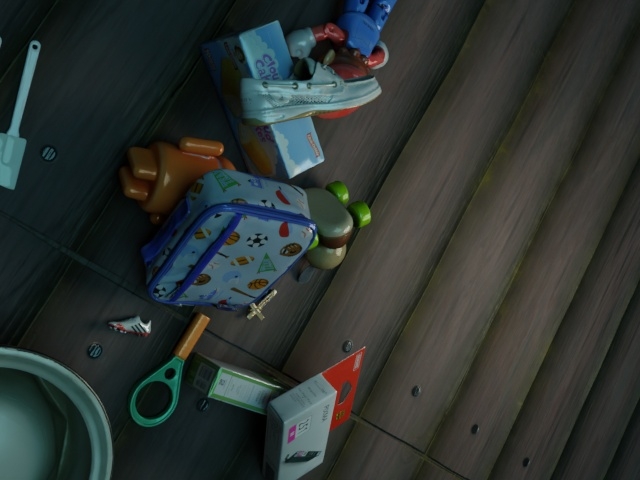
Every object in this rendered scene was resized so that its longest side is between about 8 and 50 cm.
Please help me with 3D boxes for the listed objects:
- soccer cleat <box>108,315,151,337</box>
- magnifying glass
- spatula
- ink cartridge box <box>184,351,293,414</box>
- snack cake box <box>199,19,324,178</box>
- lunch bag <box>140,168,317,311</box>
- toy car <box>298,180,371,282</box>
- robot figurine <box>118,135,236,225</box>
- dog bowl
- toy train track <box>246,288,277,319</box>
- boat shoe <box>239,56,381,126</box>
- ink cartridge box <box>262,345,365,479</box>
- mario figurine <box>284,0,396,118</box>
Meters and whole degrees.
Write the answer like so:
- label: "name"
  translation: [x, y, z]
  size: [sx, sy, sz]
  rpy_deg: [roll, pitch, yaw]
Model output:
- label: "soccer cleat"
  translation: [-0.342, 0.150, 1.314]
  size: [0.083, 0.029, 0.036]
  rpy_deg: [21, 77, -38]
- label: "magnifying glass"
  translation: [-0.278, 0.240, 1.371]
  size: [0.092, 0.026, 0.231]
  rpy_deg: [37, 75, -32]
- label: "spatula"
  translation: [-0.531, -0.214, 1.134]
  size: [0.168, 0.019, 0.242]
  rpy_deg: [13, 90, -34]
- label: "ink cartridge box"
  translation: [-0.145, 0.286, 1.417]
  size: [0.209, 0.109, 0.062]
  rpy_deg: [26, 83, -35]
- label: "snack cake box"
  translation: [-0.106, -0.251, 1.336]
  size: [0.089, 0.152, 0.264]
  rpy_deg: [-31, 113, -27]
- label: "lunch bag"
  translation: [-0.169, 0.012, 1.270]
  size: [0.243, 0.303, 0.115]
  rpy_deg: [9, 49, -37]
- label: "toy car"
  translation: [0.000, 0.000, 1.488]
  size: [0.155, 0.149, 0.188]
  rpy_deg: [-23, 138, -26]
- label: "robot figurine"
  translation: [-0.238, -0.100, 1.287]
  size: [0.219, 0.128, 0.158]
  rpy_deg: [10, 88, -34]
- label: "dog bowl"
  translation: [-0.541, 0.343, 1.133]
  size: [0.408, 0.150, 0.408]
  rpy_deg: [-6, 101, -33]
- label: "toy train track"
  translation: [-0.120, 0.128, 1.469]
  size: [0.083, 0.014, 0.048]
  rpy_deg: [-44, 111, -28]
- label: "boat shoe"
  translation: [-0.012, -0.264, 1.247]
  size: [0.277, 0.098, 0.096]
  rpy_deg: [-19, 108, -32]
- label: "ink cartridge box"
  translation: [-0.002, 0.364, 1.477]
  size: [0.239, 0.060, 0.275]
  rpy_deg: [-25, 143, -28]
- label: "mario figurine"
  translation: [0.038, -0.386, 1.459]
  size: [0.198, 0.170, 0.321]
  rpy_deg: [19, 73, 1]
